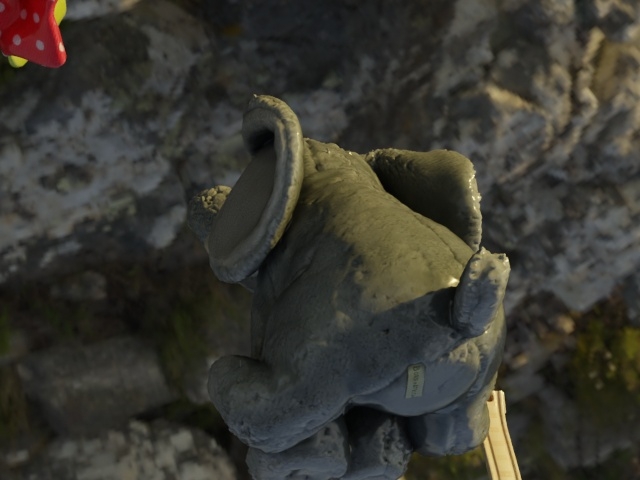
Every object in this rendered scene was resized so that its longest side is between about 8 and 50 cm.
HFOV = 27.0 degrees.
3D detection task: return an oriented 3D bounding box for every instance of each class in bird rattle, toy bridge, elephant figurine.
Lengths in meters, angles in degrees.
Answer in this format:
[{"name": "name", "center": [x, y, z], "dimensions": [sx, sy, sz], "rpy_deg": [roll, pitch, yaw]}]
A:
[{"name": "bird rattle", "center": [-0.271, -0.239, 1.064], "dimensions": [0.143, 0.253, 0.207], "rpy_deg": [1, 92, -13]}, {"name": "toy bridge", "center": [0.109, 0.183, 0.823], "dimensions": [0.026, 0.188, 0.063], "rpy_deg": [4, 156, -9]}, {"name": "elephant figurine", "center": [0.000, 0.000, 0.710], "dimensions": [0.186, 0.239, 0.169], "rpy_deg": [-22, 143, 9]}]
